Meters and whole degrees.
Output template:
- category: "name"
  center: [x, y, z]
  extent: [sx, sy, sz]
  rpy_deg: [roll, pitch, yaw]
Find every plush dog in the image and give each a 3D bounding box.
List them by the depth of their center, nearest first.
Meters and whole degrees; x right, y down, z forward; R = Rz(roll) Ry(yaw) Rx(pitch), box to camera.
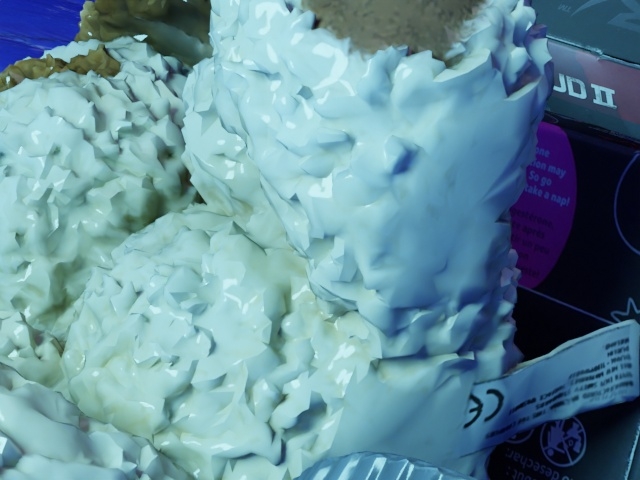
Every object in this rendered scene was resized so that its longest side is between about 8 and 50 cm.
- category: "plush dog"
  center: [-0.054, 0.015, 0.534]
  extent: [0.225, 0.262, 0.210]
  rpy_deg: [39, -8, 45]

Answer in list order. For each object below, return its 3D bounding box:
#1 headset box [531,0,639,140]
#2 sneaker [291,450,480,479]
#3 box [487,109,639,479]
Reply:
- category: "headset box"
  center: [0.199, -0.014, 0.741]
  extent: [0.218, 0.293, 0.110]
  rpy_deg: [22, 57, 36]
- category: "sneaker"
  center: [0.098, 0.144, 0.334]
  extent: [0.131, 0.112, 0.319]
  rpy_deg: [28, 2, -41]
- category: "box"
  center: [0.057, 0.030, 0.644]
  extent: [0.247, 0.163, 0.142]
  rpy_deg: [23, 9, 40]
